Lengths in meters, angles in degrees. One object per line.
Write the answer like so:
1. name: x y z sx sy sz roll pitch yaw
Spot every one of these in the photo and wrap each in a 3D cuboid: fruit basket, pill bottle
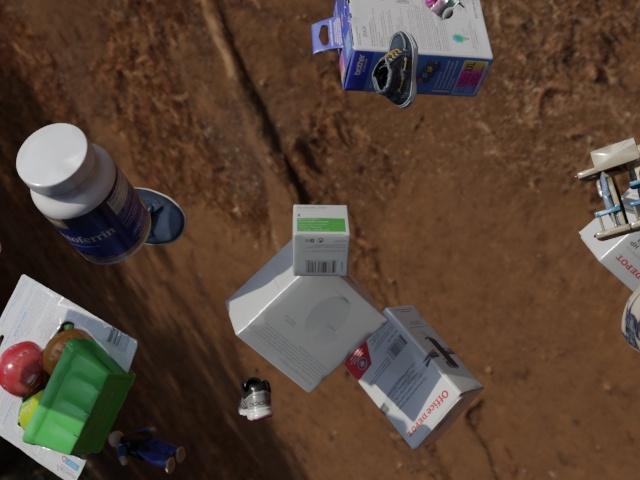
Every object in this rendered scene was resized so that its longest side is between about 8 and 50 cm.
1. fruit basket: -0.573 0.288 1.819 0.353 0.327 0.165 24 179 29
2. pill bottle: -0.412 -0.079 1.505 0.153 0.153 0.265 41 167 28

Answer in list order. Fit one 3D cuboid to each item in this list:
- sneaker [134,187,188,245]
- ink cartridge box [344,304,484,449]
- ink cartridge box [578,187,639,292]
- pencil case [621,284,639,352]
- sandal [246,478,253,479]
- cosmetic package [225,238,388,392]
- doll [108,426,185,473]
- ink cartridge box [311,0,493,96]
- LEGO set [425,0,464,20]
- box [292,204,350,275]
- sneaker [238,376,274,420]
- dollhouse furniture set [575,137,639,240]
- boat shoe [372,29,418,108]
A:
1. sneaker: -0.471 -0.069 1.891 0.349 0.131 0.148 15 -174 3
2. ink cartridge box: 0.214 0.314 1.994 0.273 0.114 0.197 50 121 29
3. ink cartridge box: 0.753 -0.027 1.831 0.223 0.307 0.129 37 -160 -23
4. pencil case: 0.632 0.159 1.410 0.410 0.183 0.160 -66 -31 -83
5. sandal: -0.142 0.490 1.601 0.179 0.040 0.067 97 163 -56
6. cosmetic package: -0.030 0.144 1.728 0.224 0.224 0.138 44 -174 -29
7. doll: -0.407 0.473 1.954 0.189 0.129 0.046 13 122 26
8. ink cartridge box: 0.181 -0.491 2.032 0.151 0.395 0.270 108 161 -55
9. LEGO set: 0.180 -0.509 1.580 0.107 0.132 0.287 40 -175 -35
10. box: 0.000 0.000 1.529 0.087 0.101 0.102 -93 5 -51
11. sneaker: -0.124 0.297 1.638 0.170 0.063 0.075 155 109 -78
12. dollhouse furniture set: 0.519 -0.083 1.506 0.183 0.128 0.129 10 -116 -61
13. boat shoe: 0.149 -0.359 1.724 0.083 0.183 0.065 22 146 -39
